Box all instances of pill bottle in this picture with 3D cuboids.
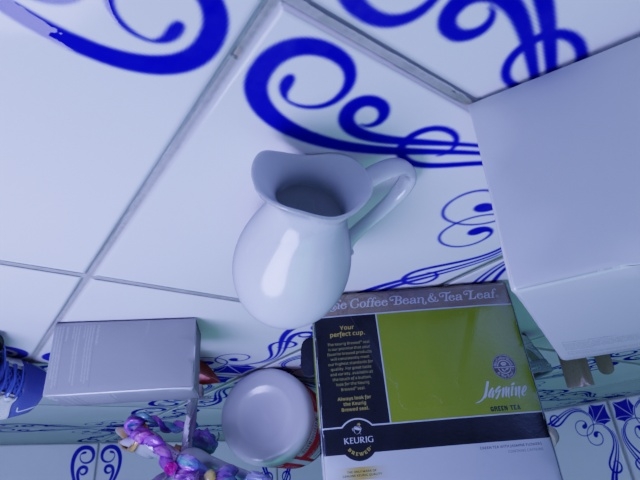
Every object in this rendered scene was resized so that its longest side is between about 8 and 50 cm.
[{"bbox_3d":[-0.097,0.505,1.329,0.228,0.229,0.408,-9,152,8],"label":"pill bottle"}]

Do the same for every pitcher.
[{"bbox_3d":[0.000,0.000,0.504,0.177,0.126,0.207,-10,145,-24],"label":"pitcher"}]

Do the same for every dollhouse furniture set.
[{"bbox_3d":[0.662,0.283,1.140,0.144,0.123,0.151,-24,147,33],"label":"dollhouse furniture set"}]

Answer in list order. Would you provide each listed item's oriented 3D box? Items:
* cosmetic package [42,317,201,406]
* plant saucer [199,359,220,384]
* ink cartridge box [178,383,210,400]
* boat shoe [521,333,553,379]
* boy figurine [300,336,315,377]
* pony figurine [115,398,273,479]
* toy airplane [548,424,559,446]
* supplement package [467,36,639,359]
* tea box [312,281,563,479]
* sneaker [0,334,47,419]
[{"bbox_3d":[-0.329,0.210,0.832,0.237,0.127,0.107,2,152,-9],"label":"cosmetic package"},{"bbox_3d":[-0.382,0.277,1.037,0.258,0.048,0.258,-10,152,7],"label":"plant saucer"},{"bbox_3d":[-0.297,0.352,1.114,0.083,0.028,0.048,0,152,-8],"label":"ink cartridge box"},{"bbox_3d":[0.369,0.318,1.047,0.320,0.103,0.118,-23,144,-26],"label":"boat shoe"},{"bbox_3d":[0.084,0.278,1.072,0.177,0.092,0.285,-23,149,29],"label":"boy figurine"},{"bbox_3d":[-0.278,0.475,1.010,0.363,0.303,0.351,33,148,-3],"label":"pony figurine"},{"bbox_3d":[0.494,0.556,1.484,0.385,0.272,0.385,21,147,23],"label":"toy airplane"},{"bbox_3d":[0.274,-0.012,0.444,0.177,0.176,0.293,-17,151,25],"label":"supplement package"},{"bbox_3d":[0.157,0.263,0.797,0.328,0.324,0.220,-3,152,-1],"label":"tea box"},{"bbox_3d":[-0.602,0.244,0.848,0.182,0.128,0.315,-12,150,19],"label":"sneaker"}]
